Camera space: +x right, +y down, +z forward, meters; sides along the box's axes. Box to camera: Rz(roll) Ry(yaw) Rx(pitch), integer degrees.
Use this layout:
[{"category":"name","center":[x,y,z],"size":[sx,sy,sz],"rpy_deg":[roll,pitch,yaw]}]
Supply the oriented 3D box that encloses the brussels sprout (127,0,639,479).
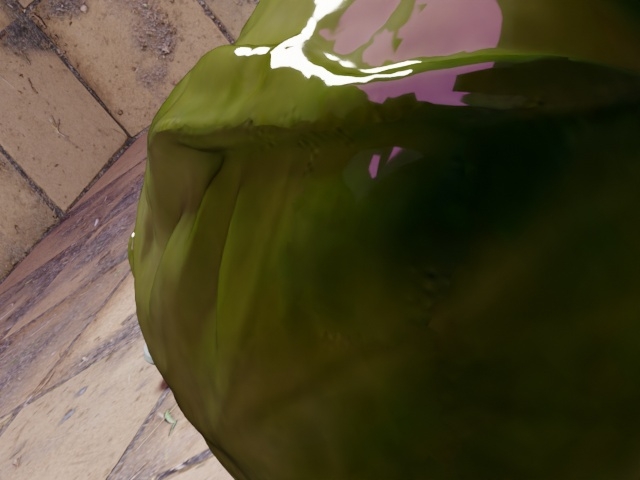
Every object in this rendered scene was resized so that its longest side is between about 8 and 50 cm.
[{"category":"brussels sprout","center":[0.093,-0.015,0.707],"size":[0.425,0.342,0.361],"rpy_deg":[-51,6,1]}]

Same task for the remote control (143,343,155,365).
[{"category":"remote control","center":[-0.101,0.068,1.610],"size":[0.256,0.045,0.097],"rpy_deg":[-38,28,-9]}]
